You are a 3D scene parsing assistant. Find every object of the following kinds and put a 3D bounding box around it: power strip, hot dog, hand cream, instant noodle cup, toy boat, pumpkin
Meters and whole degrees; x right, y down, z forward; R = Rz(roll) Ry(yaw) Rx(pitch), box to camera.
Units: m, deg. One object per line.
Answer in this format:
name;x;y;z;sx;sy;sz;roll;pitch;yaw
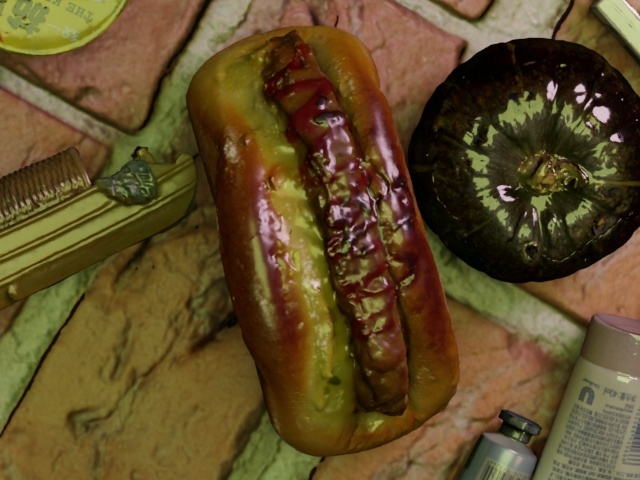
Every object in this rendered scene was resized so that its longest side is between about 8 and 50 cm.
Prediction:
power strip;0.316;-0.184;1.899;0.030;0.047;0.191;-42;93;3
hot dog;0.002;0.000;1.792;0.185;0.223;0.405;-16;91;-1
hand cream;0.274;0.198;1.891;0.133;0.083;0.248;15;100;-3
hand cream;0.136;0.292;1.887;0.091;0.058;0.271;24;92;-16
instant noodle cup;-0.256;-0.251;1.809;0.182;0.144;0.182;0;89;-4
toy boat;-0.261;-0.015;1.836;0.310;0.089;0.115;-27;89;-3
pumpkin;0.200;-0.076;1.835;0.238;0.159;0.238;0;94;-8
